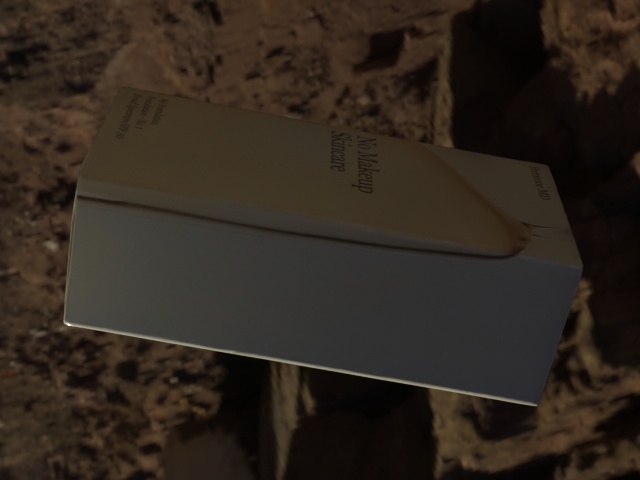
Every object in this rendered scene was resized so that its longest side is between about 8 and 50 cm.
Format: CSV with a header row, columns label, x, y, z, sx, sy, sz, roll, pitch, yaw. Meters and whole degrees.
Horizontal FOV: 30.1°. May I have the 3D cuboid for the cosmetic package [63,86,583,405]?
label,x,y,z,sx,sy,sz,roll,pitch,yaw
cosmetic package,0.000,0.000,0.792,0.309,0.160,0.113,9,118,-5
